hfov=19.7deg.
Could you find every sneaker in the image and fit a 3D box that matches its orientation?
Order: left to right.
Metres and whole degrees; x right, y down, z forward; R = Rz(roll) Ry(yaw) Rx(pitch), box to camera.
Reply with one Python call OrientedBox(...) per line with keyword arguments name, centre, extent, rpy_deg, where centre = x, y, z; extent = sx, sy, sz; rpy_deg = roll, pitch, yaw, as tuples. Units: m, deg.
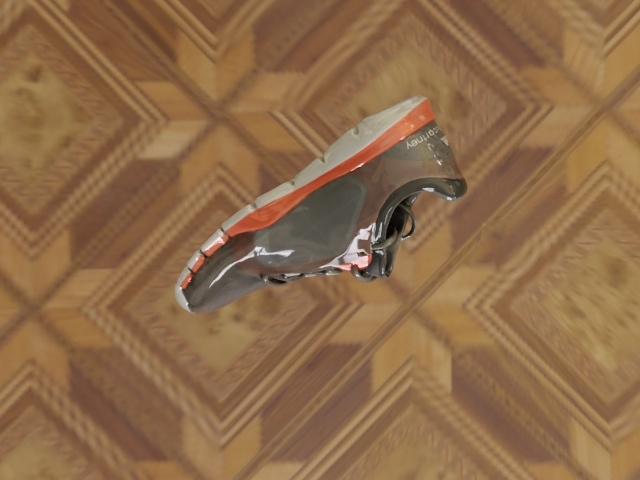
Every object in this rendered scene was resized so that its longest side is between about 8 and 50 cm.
OrientedBox(name="sneaker", centre=(0.000, 0.000, 0.847), extent=(0.158, 0.061, 0.065), rpy_deg=(-36, 89, 26))
